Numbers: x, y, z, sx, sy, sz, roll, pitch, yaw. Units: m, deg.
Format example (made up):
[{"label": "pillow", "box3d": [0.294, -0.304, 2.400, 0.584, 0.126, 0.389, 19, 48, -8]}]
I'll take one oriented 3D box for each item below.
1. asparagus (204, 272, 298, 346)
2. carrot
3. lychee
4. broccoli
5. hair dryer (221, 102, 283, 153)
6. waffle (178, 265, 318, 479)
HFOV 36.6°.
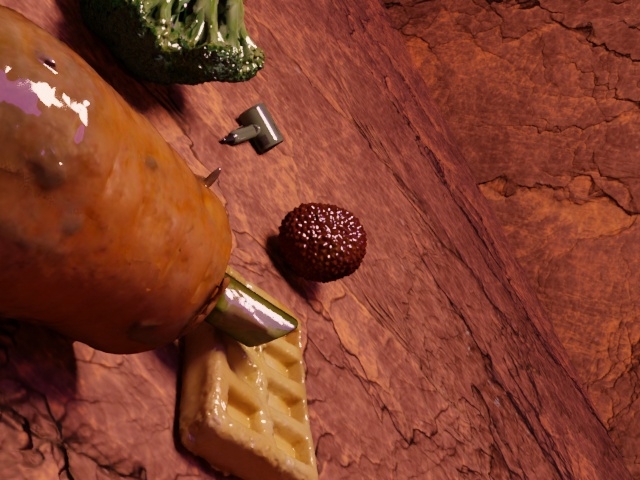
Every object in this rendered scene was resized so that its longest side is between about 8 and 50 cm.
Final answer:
[{"label": "asparagus", "box3d": [-0.147, 0.032, 0.993, 0.277, 0.060, 0.067, 36, 27, -10]}, {"label": "carrot", "box3d": [-0.238, -0.044, 0.765, 0.340, 0.224, 0.224, 40, 26, -56]}, {"label": "lychee", "box3d": [-0.001, 0.003, 1.377, 0.129, 0.123, 0.123, 17, 44, -51]}, {"label": "broccoli", "box3d": [-0.166, -0.321, 1.261, 0.269, 0.269, 0.254, 32, 17, -49]}, {"label": "hair dryer", "box3d": [-0.112, -0.165, 1.484, 0.071, 0.047, 0.150, 58, 26, 0]}, {"label": "waffle", "box3d": [-0.081, 0.145, 1.070, 0.168, 0.057, 0.274, 43, 25, -34]}]
